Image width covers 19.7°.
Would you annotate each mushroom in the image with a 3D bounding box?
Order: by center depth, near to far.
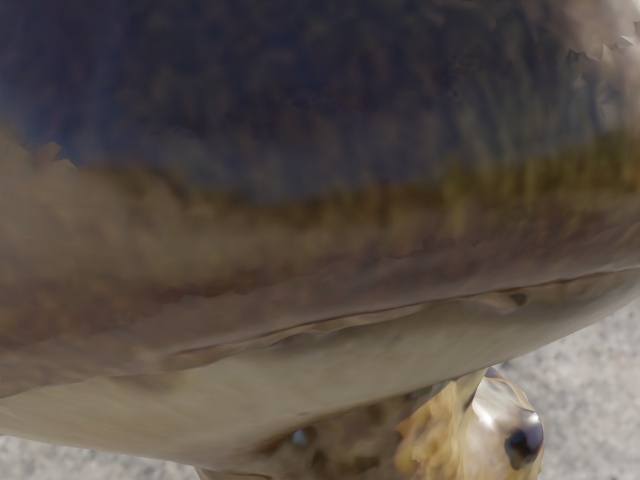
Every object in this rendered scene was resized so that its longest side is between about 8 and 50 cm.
[{"bbox_3d":[0.000,0.000,0.563,0.345,0.345,0.260,-13,88,-59],"label":"mushroom"}]
